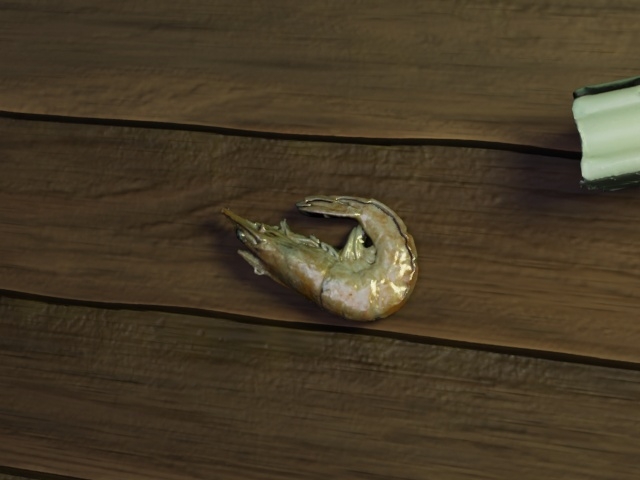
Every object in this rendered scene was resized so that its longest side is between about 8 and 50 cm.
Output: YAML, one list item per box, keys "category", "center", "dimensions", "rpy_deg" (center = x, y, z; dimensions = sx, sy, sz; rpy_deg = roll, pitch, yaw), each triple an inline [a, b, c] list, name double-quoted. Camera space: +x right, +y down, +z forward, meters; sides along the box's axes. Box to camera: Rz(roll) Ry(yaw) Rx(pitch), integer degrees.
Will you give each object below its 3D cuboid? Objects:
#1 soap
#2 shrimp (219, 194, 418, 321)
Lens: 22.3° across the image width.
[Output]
- category: "soap"
  center: [0.367, -0.108, 1.485]
  dimensions: [0.261, 0.150, 0.094]
  rpy_deg: [-12, 79, 21]
- category: "shrimp"
  center: [0.000, 0.000, 1.680]
  dimensions: [0.223, 0.047, 0.126]
  rpy_deg: [27, 89, 16]
